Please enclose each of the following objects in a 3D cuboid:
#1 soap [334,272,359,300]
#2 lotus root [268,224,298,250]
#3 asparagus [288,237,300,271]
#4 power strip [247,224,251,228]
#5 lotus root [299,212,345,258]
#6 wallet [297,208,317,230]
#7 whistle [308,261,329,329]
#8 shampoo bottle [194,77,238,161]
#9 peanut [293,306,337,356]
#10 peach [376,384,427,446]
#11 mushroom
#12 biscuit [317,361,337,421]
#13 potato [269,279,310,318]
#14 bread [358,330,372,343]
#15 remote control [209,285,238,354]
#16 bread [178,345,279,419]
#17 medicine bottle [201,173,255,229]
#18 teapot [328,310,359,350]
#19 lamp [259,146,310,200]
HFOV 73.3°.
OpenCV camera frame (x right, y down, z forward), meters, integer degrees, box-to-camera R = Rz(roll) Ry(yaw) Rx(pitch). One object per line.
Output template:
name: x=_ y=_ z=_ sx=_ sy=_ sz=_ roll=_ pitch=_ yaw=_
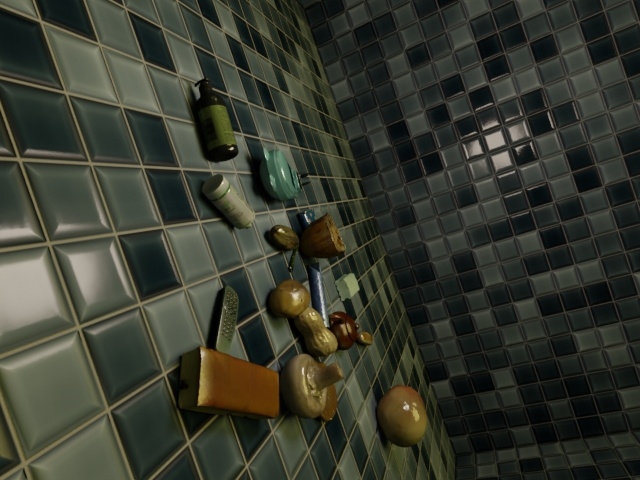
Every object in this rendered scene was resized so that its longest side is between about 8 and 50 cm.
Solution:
soap: x=0.145 y=0.243 z=2.301 sx=0.115 sy=0.063 sz=0.198 roll=69 pitch=19 yaw=-1
lotus root: x=-0.146 y=-0.013 z=1.707 sx=0.080 sy=0.089 sz=0.179 roll=39 pitch=1 yaw=36
asparagus: x=-0.110 y=0.052 z=1.843 sx=0.233 sy=0.023 sz=0.022 roll=-81 pitch=-169 yaw=-53
power strip: x=-0.269 y=-0.086 z=1.536 sx=0.040 sy=0.016 sz=0.090 roll=17 pitch=56 yaw=-66
lotus root: x=0.000 y=-0.001 z=1.952 sx=0.188 sy=0.179 sz=0.199 roll=70 pitch=17 yaw=11
wallet: x=-0.039 y=-0.052 z=2.075 sx=0.141 sy=0.059 sz=0.202 roll=-34 pitch=104 yaw=-72
whistle: x=-0.007 y=0.242 z=1.889 sx=0.062 sy=0.062 sz=0.304 roll=39 pitch=37 yaw=-57
shampoo bottle: x=-0.361 y=-0.414 z=1.457 sx=0.101 sy=0.101 sz=0.284 roll=-3 pitch=76 yaw=-70
peanut: x=-0.023 y=0.357 z=1.661 sx=0.257 sy=0.123 sz=0.124 roll=59 pitch=22 yaw=-26
peach: x=0.421 y=0.884 z=2.187 sx=0.292 sy=0.247 sz=0.293 roll=-16 pitch=108 yaw=-61
mushroom: x=-0.021 y=0.467 z=1.414 sx=0.207 sy=0.215 sz=0.207 roll=55 pitch=18 yaw=-28
biscuit: x=0.008 y=0.577 z=1.648 sx=0.226 sy=0.042 sz=0.226 roll=-19 pitch=90 yaw=-73
potato: x=-0.108 y=0.209 z=1.546 sx=0.176 sy=0.137 sz=0.137 roll=-41 pitch=111 yaw=-73
bread: x=0.234 y=0.524 z=2.305 sx=0.214 sy=0.053 sz=0.073 roll=38 pitch=42 yaw=-62
remote control: x=-0.270 y=0.224 z=1.211 sx=0.072 sy=0.042 sz=0.222 roll=56 pitch=23 yaw=-38
bread: x=-0.224 y=0.388 z=1.133 sx=0.361 sy=0.077 sz=0.138 roll=44 pitch=32 yaw=-53
medicine bottle: x=-0.295 y=-0.123 z=1.395 sx=0.183 sy=0.086 sz=0.086 roll=53 pitch=26 yaw=-42
teapot: x=0.105 y=0.393 z=1.950 sx=0.252 sy=0.135 sz=0.178 roll=53 pitch=22 yaw=-45
lamp: x=-0.162 y=-0.262 z=1.792 sx=0.284 sy=0.147 sz=0.210 roll=11 pitch=64 yaw=-59
